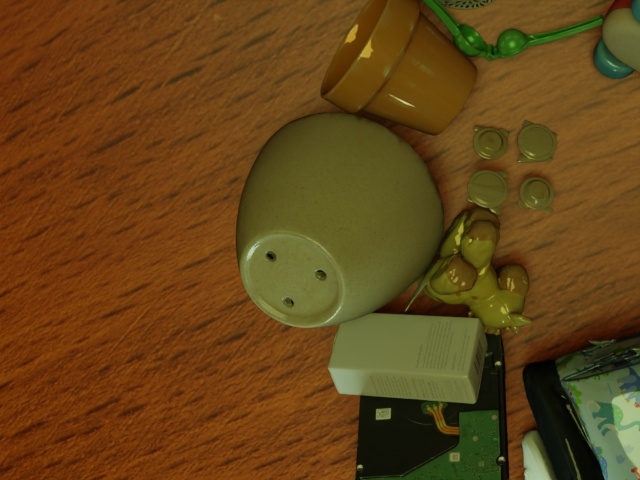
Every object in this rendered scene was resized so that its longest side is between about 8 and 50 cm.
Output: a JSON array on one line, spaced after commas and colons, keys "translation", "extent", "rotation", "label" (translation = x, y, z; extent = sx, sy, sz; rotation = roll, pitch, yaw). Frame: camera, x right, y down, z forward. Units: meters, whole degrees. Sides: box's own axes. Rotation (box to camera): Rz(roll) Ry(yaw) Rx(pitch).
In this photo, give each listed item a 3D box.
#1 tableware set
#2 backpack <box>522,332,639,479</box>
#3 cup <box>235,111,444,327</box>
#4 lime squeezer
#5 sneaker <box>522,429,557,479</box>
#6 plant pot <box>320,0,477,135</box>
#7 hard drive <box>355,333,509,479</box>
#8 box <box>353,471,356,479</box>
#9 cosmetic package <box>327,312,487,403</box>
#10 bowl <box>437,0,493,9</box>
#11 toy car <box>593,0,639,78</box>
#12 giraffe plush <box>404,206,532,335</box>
[{"translation": [0.305, -0.117, 1.835], "extent": [0.141, 0.020, 0.169], "rotation": [7, 71, -2], "label": "tableware set"}, {"translation": [0.536, 0.272, 1.804], "extent": [0.355, 0.273, 0.290], "rotation": [-17, 83, -4], "label": "backpack"}, {"translation": [0.000, 0.000, 1.774], "extent": [0.331, 0.237, 0.331], "rotation": [11, 122, 18], "label": "cup"}, {"translation": [0.278, -0.334, 1.809], "extent": [0.310, 0.059, 0.110], "rotation": [12, 114, 3], "label": "lime squeezer"}, {"translation": [0.362, 0.424, 1.936], "extent": [0.094, 0.080, 0.212], "rotation": [-17, 98, 24], "label": "sneaker"}, {"translation": [0.131, -0.263, 1.794], "extent": [0.188, 0.205, 0.205], "rotation": [30, 104, -13], "label": "plant pot"}, {"translation": [0.178, 0.303, 1.825], "extent": [0.237, 0.339, 0.064], "rotation": [-6, 137, 12], "label": "hard drive"}, {"translation": [0.171, 0.418, 1.916], "extent": [0.233, 0.159, 0.044], "rotation": [17, 82, 6], "label": "box"}, {"translation": [0.140, 0.186, 1.843], "extent": [0.231, 0.117, 0.085], "rotation": [2, 141, 22], "label": "cosmetic package"}, {"translation": [0.225, -0.445, 1.794], "extent": [0.170, 0.080, 0.170], "rotation": [2, 101, 8], "label": "bowl"}, {"translation": [0.555, -0.352, 1.724], "extent": [0.210, 0.219, 0.238], "rotation": [30, 74, 4], "label": "toy car"}, {"translation": [0.262, 0.072, 1.847], "extent": [0.170, 0.181, 0.210], "rotation": [32, 110, -7], "label": "giraffe plush"}]
